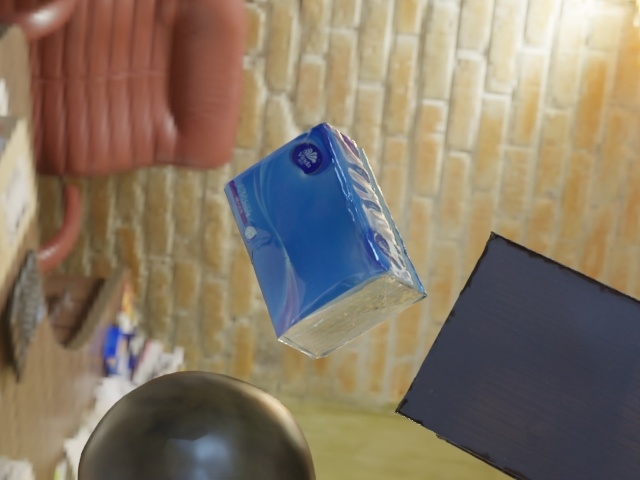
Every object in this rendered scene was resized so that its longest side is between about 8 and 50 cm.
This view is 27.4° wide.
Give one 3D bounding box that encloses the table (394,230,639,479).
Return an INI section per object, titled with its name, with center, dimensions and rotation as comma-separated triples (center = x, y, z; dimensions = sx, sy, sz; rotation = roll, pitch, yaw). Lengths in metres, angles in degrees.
[table]
center = 0.246, 0.158, 1.178
dimensions = 0.196, 0.282, 0.250
rotation = -62, 162, -5

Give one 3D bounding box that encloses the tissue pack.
[tissue pack]
center = 0.000, 0.000, 1.852
dimensions = 0.146, 0.198, 0.263
rotation = 32, 32, -54

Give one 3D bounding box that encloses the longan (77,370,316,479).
[longan]
center = -0.095, 0.199, 1.047
dimensions = 0.220, 0.196, 0.197
rotation = 30, 66, -78
